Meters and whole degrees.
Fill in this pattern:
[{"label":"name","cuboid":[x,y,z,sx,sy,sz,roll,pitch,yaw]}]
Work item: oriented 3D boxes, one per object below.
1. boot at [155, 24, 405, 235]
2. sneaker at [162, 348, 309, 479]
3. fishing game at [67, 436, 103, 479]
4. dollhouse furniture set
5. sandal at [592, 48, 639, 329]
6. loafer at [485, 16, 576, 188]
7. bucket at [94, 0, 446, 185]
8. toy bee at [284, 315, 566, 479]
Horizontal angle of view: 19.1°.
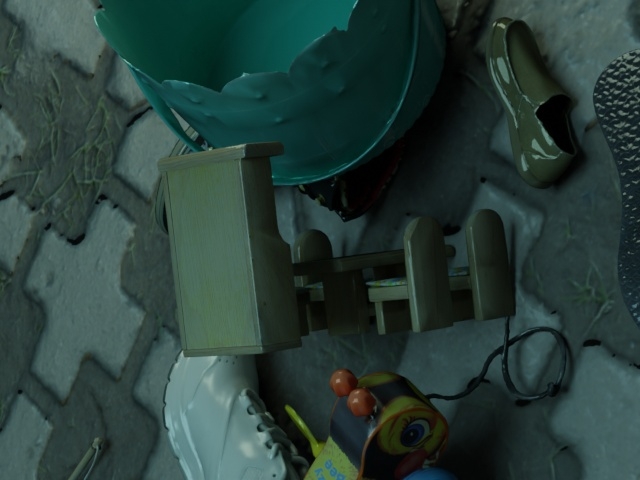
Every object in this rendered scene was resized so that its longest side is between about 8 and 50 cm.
[{"label":"boot","cuboid":[-0.040,-0.062,1.729,0.236,0.085,0.178,-53,49,11]},{"label":"sneaker","cuboid":[-0.063,0.205,1.694,0.129,0.111,0.297,-24,56,30]},{"label":"fishing game","cuboid":[-0.206,0.326,1.861,0.189,0.041,0.264,-56,39,24]},{"label":"dollhouse furniture set","cuboid":[0.000,0.000,1.567,0.212,0.242,0.161,-6,90,46]},{"label":"sandal","cuboid":[0.272,-0.032,1.444,0.097,0.054,0.255,-24,56,33]},{"label":"loafer","cuboid":[0.177,-0.117,1.551,0.050,0.056,0.148,-24,75,40]},{"label":"bucket","cuboid":[-0.033,-0.193,1.623,0.281,0.183,0.281,-13,56,20]},{"label":"toy bee","cuboid":[0.037,0.165,1.506,0.195,0.162,0.298,16,78,44]}]
